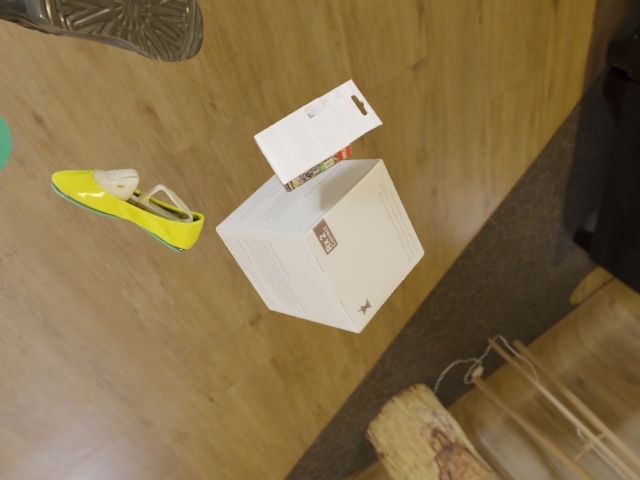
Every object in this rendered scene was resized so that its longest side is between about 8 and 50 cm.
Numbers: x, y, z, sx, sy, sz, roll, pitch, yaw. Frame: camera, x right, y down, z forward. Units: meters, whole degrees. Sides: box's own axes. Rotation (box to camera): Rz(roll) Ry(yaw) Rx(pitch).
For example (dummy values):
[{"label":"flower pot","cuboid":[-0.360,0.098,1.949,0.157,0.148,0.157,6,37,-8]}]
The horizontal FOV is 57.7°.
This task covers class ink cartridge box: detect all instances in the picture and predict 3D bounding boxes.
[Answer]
[{"label":"ink cartridge box","cuboid":[-0.001,-0.105,0.584,0.115,0.063,0.029,-31,164,-2]}]

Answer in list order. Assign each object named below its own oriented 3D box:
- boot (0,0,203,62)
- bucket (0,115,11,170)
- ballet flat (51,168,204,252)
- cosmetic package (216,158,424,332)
[{"label":"boot","cuboid":[-0.488,-0.426,1.034,0.367,0.444,0.146,-6,108,-61]},{"label":"bucket","cuboid":[-1.128,-0.312,1.809,0.281,0.183,0.281,-39,135,-54]},{"label":"ballet flat","cuboid":[-0.274,-0.061,0.865,0.231,0.077,0.077,31,110,-33]},{"label":"cosmetic package","cuboid":[0.000,0.000,0.740,0.151,0.183,0.151,-46,122,-29]}]
